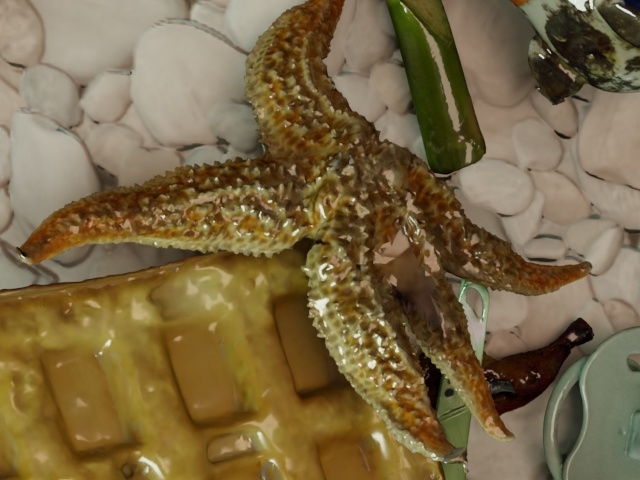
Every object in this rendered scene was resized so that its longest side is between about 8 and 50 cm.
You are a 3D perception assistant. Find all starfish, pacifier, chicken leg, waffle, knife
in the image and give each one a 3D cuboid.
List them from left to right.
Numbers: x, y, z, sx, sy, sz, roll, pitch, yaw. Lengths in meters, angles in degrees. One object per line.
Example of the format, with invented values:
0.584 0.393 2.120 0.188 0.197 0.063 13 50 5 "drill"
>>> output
-0.080 0.151 0.951 0.348 0.077 0.304 -12 76 -28 "waffle"
0.024 0.012 0.965 0.293 0.084 0.301 45 54 0 "starfish"
0.088 0.120 1.072 0.030 0.014 0.207 3 107 -11 "knife"
0.122 0.089 1.102 0.145 0.037 0.062 -4 80 -15 "chicken leg"
0.219 0.132 1.087 0.126 0.116 0.150 18 87 -16 "pacifier"

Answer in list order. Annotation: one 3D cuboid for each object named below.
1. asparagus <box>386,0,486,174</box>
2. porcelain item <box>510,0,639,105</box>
0.070 -0.133 1.071 0.041 0.045 0.178 -15 92 12 "asparagus"
0.158 -0.225 1.050 0.288 0.138 0.186 39 60 -12 "porcelain item"
